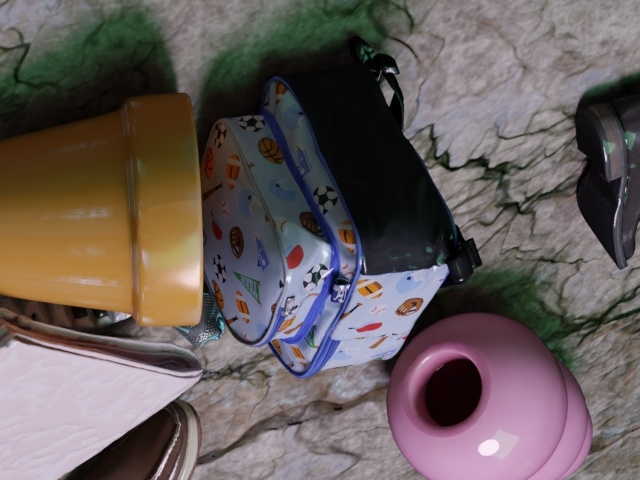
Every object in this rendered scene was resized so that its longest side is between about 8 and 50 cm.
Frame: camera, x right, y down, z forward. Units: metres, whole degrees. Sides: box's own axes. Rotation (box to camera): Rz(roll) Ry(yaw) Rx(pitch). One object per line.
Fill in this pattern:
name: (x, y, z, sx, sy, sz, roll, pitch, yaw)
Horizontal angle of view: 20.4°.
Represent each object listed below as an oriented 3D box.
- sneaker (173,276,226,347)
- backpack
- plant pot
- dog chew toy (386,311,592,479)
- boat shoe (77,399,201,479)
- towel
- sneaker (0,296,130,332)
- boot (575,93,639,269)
sneaker: (-0.120, 0.064, 1.732, 0.065, 0.076, 0.166, -36, -176, 12)
backpack: (0.000, 0.000, 1.658, 0.213, 0.276, 0.263, -10, 145, -15)
plant pot: (-0.204, -0.024, 1.556, 0.188, 0.205, 0.205, -3, 137, -8)
dog chew toy: (0.216, 0.204, 2.072, 0.206, 0.206, 0.332, -41, 149, 14)
boat shoe: (-0.223, 0.280, 1.921, 0.095, 0.095, 0.257, 14, 112, -46)
towel: (-0.318, 0.181, 1.686, 0.332, 0.053, 0.317, -34, 155, 18)
sneaker: (-0.299, 0.054, 1.655, 0.292, 0.110, 0.118, -6, 161, -35)
boot: (0.398, -0.095, 1.933, 0.229, 0.091, 0.263, -22, 139, -9)
